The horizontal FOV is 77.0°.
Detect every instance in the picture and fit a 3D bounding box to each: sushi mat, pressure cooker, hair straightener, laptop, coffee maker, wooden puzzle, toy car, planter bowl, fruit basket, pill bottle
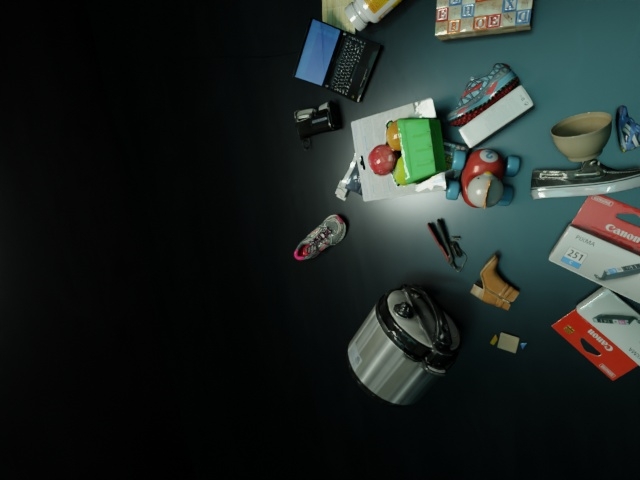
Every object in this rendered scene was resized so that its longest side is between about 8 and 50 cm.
[{"bbox_3d":[0.073,-0.873,1.637,0.152,0.019,0.316,5,105,28],"label":"sushi mat"},{"bbox_3d":[0.341,0.398,1.588,0.370,0.376,0.420,38,119,21],"label":"pressure cooker"},{"bbox_3d":[0.510,0.017,1.584,0.089,0.047,0.230,-27,88,33],"label":"hair straightener"},{"bbox_3d":[0.061,-0.708,1.593,0.264,0.137,0.234,32,118,20],"label":"laptop"},{"bbox_3d":[-0.006,-0.496,1.735,0.178,0.120,0.171,-3,124,32],"label":"coffee maker"},{"bbox_3d":[0.732,0.398,1.570,0.116,0.014,0.078,22,117,25],"label":"wooden puzzle"},{"bbox_3d":[0.556,-0.195,1.358,0.219,0.238,0.210,9,110,10],"label":"toy car"},{"bbox_3d":[0.823,-0.316,1.264,0.162,0.162,0.109,-10,121,32],"label":"planter bowl"},{"bbox_3d":[0.290,-0.328,1.523,0.353,0.166,0.326,-4,100,46],"label":"fruit basket"},{"bbox_3d":[0.213,-0.898,1.477,0.246,0.136,0.136,-30,86,32],"label":"pill bottle"}]

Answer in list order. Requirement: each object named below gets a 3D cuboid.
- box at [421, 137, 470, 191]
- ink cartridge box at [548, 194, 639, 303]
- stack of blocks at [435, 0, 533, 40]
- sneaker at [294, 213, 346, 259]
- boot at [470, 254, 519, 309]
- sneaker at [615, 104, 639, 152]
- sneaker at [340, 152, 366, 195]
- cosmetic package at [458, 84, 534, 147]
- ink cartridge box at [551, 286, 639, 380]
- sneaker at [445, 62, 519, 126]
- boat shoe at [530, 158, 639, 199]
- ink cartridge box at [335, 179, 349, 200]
[{"bbox_3d":[0.433,-0.303,1.544,0.231,0.056,0.183,25,113,24],"label":"box"},{"bbox_3d":[0.959,0.019,1.309,0.296,0.066,0.261,30,116,22],"label":"ink cartridge box"},{"bbox_3d":[0.545,-0.783,1.339,0.297,0.087,0.171,8,106,29],"label":"stack of blocks"},{"bbox_3d":[0.000,0.000,1.845,0.121,0.112,0.299,51,121,10],"label":"sneaker"},{"bbox_3d":[0.673,0.159,1.513,0.152,0.073,0.197,28,127,23],"label":"boot"},{"bbox_3d":[0.946,-0.346,1.234,0.059,0.053,0.144,-11,105,33],"label":"sneaker"},{"bbox_3d":[0.201,-0.292,1.673,0.164,0.086,0.226,28,107,13],"label":"sneaker"},{"bbox_3d":[0.603,-0.418,1.381,0.231,0.117,0.085,-34,84,31],"label":"cosmetic package"},{"bbox_3d":[0.990,0.327,1.373,0.275,0.060,0.239,45,119,14],"label":"ink cartridge box"},{"bbox_3d":[0.550,-0.511,1.416,0.262,0.104,0.125,-34,67,28],"label":"sneaker"},{"bbox_3d":[0.851,-0.205,1.282,0.335,0.121,0.119,-5,97,31],"label":"boat shoe"},{"bbox_3d":[0.098,-0.220,1.779,0.048,0.028,0.083,32,117,21],"label":"ink cartridge box"}]
